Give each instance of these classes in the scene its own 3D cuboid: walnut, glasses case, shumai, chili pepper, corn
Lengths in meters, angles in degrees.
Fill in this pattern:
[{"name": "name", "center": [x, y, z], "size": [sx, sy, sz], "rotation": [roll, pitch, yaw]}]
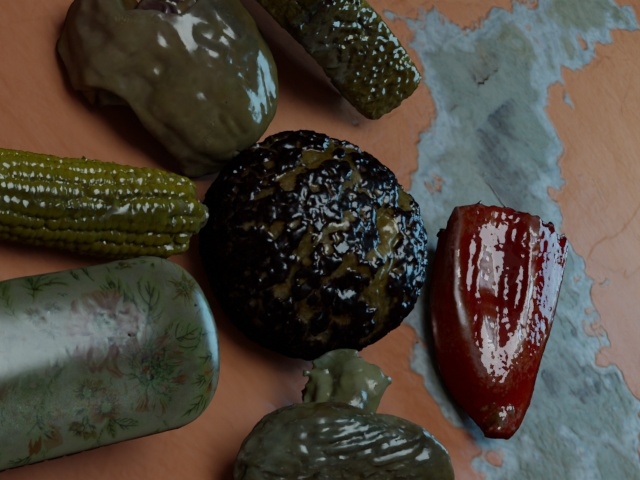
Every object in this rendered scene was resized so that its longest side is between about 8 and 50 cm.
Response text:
[{"name": "walnut", "center": [-0.127, -0.175, 1.877], "size": [0.238, 0.141, 0.204], "rotation": [-7, 74, -41]}, {"name": "glasses case", "center": [-0.275, 0.114, 1.549], "size": [0.425, 0.098, 0.157], "rotation": [-10, 88, -33]}, {"name": "shumai", "center": [0.014, 0.204, 1.773], "size": [0.209, 0.161, 0.153], "rotation": [-5, 32, -10]}, {"name": "chili pepper", "center": [0.182, 0.088, 2.008], "size": [0.144, 0.136, 0.253], "rotation": [48, 44, -48]}, {"name": "corn", "center": [-0.243, -0.036, 1.716], "size": [0.319, 0.097, 0.097], "rotation": [9, 59, -35]}]

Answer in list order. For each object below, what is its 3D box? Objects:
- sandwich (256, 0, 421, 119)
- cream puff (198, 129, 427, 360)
[{"name": "sandwich", "center": [-0.029, -0.272, 2.011], "size": [0.254, 0.099, 0.288], "rotation": [43, 2, 30]}, {"name": "cream puff", "center": [0.000, 0.000, 1.851], "size": [0.239, 0.165, 0.239], "rotation": [20, 58, -35]}]
